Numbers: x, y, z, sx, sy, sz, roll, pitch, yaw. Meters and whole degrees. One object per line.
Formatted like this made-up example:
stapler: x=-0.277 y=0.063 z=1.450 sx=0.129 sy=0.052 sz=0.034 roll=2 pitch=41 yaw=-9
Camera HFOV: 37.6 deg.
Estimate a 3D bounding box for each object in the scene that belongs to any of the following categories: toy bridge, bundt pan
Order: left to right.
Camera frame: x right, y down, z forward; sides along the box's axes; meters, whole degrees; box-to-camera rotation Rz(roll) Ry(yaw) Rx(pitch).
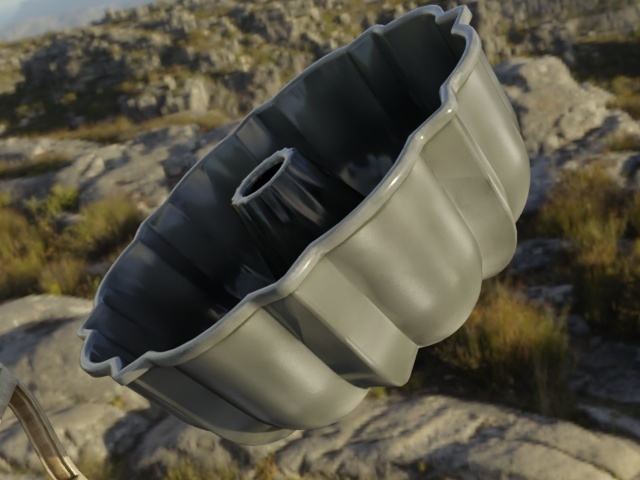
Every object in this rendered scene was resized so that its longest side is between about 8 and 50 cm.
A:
toy bridge: x=-0.221 y=0.109 z=0.620 sx=0.026 sy=0.188 sz=0.063 roll=-31 pitch=26 yaw=18
bundt pan: x=0.000 y=0.000 z=0.624 sx=0.331 sy=0.124 sz=0.331 roll=-36 pitch=22 yaw=16
